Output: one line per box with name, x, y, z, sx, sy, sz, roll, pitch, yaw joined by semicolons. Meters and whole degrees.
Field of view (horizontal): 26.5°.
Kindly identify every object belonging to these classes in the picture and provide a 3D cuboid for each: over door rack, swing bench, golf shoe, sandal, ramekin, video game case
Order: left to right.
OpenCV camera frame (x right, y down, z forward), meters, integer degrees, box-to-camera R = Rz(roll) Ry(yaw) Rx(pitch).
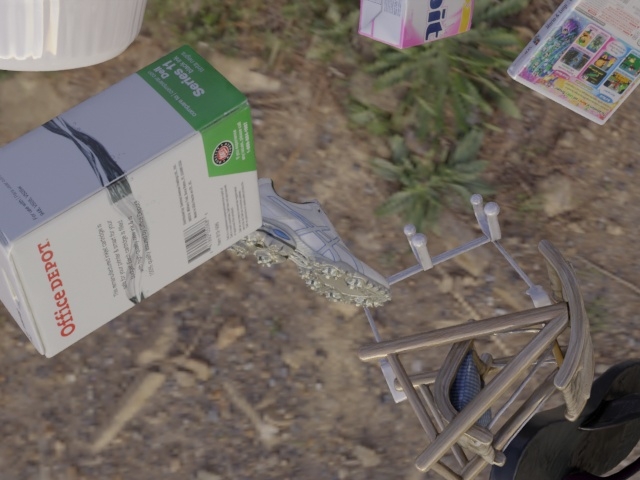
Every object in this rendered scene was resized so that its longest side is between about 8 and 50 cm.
ramekin;-0.297;-0.267;1.379;0.273;0.273;0.127;22;121;29
golf shoe;0.000;0.000;1.304;0.069;0.176;0.086;-32;34;55
over door rack;0.161;0.054;1.861;0.239;0.108;0.324;-24;28;1
swing bench;0.207;0.152;1.565;0.254;0.253;0.165;-30;70;5
video game case;0.287;-0.199;1.392;0.143;0.157;0.019;-51;45;21
sandal;0.398;0.292;1.926;0.107;0.446;0.167;22;115;35

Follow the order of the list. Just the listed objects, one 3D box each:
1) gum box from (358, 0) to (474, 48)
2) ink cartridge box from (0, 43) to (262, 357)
gum box;0.101;-0.284;1.334;0.062;0.107;0.188;28;124;39
ink cartridge box;-0.154;-0.028;1.023;0.208;0.153;0.087;-33;59;-22
